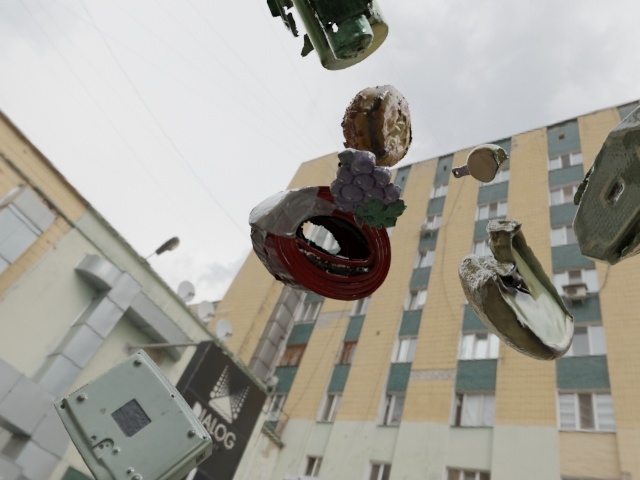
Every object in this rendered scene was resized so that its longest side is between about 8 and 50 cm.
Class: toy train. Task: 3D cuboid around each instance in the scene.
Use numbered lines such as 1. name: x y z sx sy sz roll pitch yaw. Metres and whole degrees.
1. toy train: -0.030 -0.325 0.522 0.126 0.189 0.307 -26 -91 -3

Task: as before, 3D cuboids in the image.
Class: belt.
1. belt: 0.000 0.000 1.017 0.324 0.227 0.115 28 -15 -30

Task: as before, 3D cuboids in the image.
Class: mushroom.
1. mushroom: 0.374 0.123 0.999 0.212 0.217 0.292 -9 -65 43

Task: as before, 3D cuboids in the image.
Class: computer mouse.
1. computer mouse: 0.744 -0.123 1.113 0.145 0.228 0.429 1 -51 -8

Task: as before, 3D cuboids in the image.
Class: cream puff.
1. cream puff: 0.150 -0.311 1.323 0.164 0.240 0.240 14 -42 30

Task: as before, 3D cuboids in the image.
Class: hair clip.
1. hair clip: 0.081 -0.089 0.862 0.124 0.052 0.195 -12 -46 29

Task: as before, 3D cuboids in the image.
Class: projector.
1. projector: -0.211 0.212 0.544 0.147 0.115 0.061 42 -36 22

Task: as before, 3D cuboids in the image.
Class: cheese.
1. cheese: 0.413 -0.189 1.253 0.092 0.047 0.171 51 -27 6
